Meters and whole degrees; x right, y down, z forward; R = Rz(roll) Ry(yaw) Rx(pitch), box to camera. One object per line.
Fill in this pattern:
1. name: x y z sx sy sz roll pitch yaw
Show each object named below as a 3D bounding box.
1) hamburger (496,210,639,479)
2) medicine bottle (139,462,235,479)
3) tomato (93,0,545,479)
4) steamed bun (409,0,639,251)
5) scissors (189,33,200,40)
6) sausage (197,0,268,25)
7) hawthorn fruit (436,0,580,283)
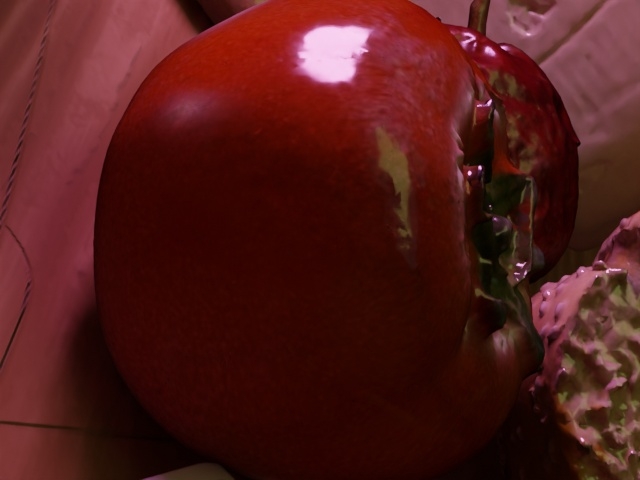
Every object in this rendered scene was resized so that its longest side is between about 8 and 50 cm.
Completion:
1. hamburger: 0.291 0.198 1.481 0.268 0.287 0.445 -37 99 -17
2. medicine bottle: -0.117 0.207 1.074 0.219 0.078 0.115 -8 72 -56
3. tomato: 0.000 0.000 1.237 0.341 0.273 0.341 -4 90 -70
4. steamed bun: 0.250 -0.254 1.691 0.456 0.371 0.290 55 11 -5
5. scissors: -0.080 -0.132 1.478 0.083 0.006 0.036 54 34 -7
6. sausage: -0.090 -0.234 1.494 0.301 0.066 0.066 57 32 -1
7. hawthorn fruit: 0.104 -0.091 1.487 0.230 0.210 0.266 9 86 -34
